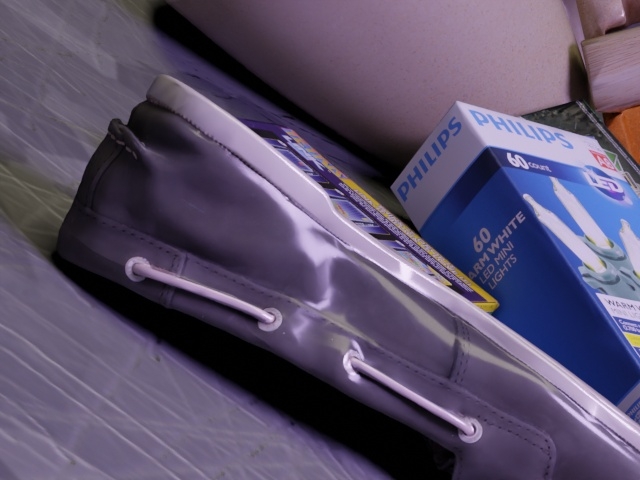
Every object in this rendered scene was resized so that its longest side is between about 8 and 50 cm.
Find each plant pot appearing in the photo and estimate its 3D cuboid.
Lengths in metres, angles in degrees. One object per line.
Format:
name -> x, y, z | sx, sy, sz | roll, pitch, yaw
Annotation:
plant pot -> 0.071, -0.162, 1.376 | 0.274, 0.256, 0.256 | 47, 11, -18

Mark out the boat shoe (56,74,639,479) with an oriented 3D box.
boat shoe -> 0.029, 0.056, 0.877 | 0.335, 0.095, 0.112 | 37, -1, -11

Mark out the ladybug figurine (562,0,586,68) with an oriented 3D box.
ladybug figurine -> 0.115, -0.269, 1.764 | 0.305, 0.162, 0.449 | 71, -3, -46

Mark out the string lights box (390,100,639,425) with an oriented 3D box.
string lights box -> 0.159, 0.040, 1.094 | 0.133, 0.077, 0.260 | 11, 37, -41

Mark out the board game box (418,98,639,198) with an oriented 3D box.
board game box -> 0.183, 0.012, 1.233 | 0.136, 0.030, 0.260 | -15, 49, -24

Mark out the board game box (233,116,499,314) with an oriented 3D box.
board game box -> 0.000, 0.000, 1.029 | 0.170, 0.048, 0.141 | 41, 14, 20

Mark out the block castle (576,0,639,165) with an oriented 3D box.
block castle -> 0.334, -0.158, 1.534 | 0.453, 0.212, 0.303 | -83, 155, -58
